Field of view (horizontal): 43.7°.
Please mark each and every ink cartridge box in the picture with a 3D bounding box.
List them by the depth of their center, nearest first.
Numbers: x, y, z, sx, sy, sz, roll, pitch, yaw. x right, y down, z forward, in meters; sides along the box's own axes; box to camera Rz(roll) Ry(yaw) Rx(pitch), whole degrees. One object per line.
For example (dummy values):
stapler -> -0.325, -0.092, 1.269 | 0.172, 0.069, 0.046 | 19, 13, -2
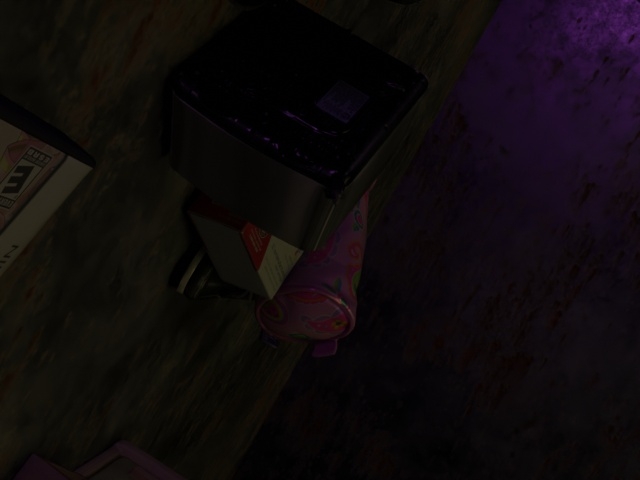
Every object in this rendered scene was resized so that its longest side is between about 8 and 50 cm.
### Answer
ink cartridge box -> -0.051, -0.047, 0.864 | 0.175, 0.072, 0.127 | -56, 151, -26

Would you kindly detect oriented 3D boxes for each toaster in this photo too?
toaster -> -0.023, -0.098, 0.673 | 0.185, 0.168, 0.110 | -52, 169, -37

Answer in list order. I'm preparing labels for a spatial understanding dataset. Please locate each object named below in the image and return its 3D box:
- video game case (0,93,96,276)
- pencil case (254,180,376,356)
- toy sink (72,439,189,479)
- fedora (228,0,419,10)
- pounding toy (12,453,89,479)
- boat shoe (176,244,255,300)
video game case -> -0.226, 0.027, 0.311 | 0.248, 0.035, 0.275 | -50, 172, -2
pencil case -> 0.000, 0.000, 0.989 | 0.124, 0.124, 0.284 | 110, -8, -47
toy sink -> -0.240, 0.351, 0.995 | 0.131, 0.153, 0.234 | -61, 169, 8
fedora -> 0.063, -0.285, 0.533 | 0.334, 0.153, 0.334 | -60, 174, -10
pounding toy -> -0.266, 0.293, 0.812 | 0.100, 0.141, 0.130 | -56, 155, -18
boat shoe -> -0.099, 0.036, 0.974 | 0.084, 0.079, 0.233 | -60, 167, 12
